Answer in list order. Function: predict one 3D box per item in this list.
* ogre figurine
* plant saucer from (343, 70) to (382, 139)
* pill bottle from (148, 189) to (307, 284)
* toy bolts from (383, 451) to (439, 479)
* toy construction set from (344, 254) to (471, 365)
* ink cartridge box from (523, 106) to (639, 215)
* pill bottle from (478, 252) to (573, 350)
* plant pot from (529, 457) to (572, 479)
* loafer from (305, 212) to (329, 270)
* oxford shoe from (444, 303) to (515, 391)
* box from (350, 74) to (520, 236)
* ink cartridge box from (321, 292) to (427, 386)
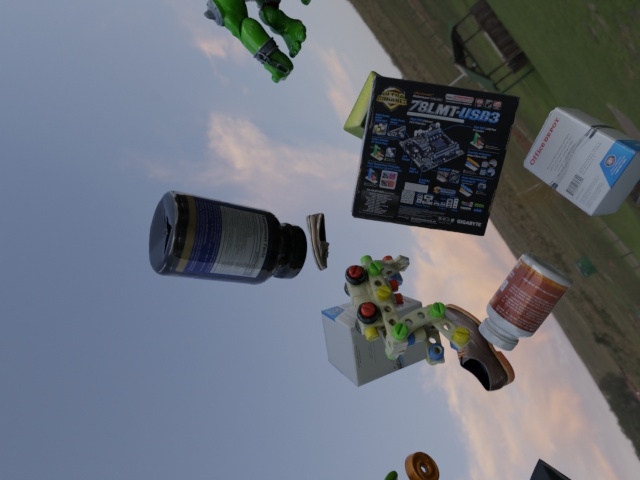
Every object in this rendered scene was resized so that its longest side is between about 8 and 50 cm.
[{"bbox_3d":[-0.065,-0.301,0.511,0.118,0.197,0.097,16,-168,-24],"label":"ogre figurine"},{"bbox_3d":[0.192,-0.375,1.282,0.188,0.188,0.045,21,-167,-25],"label":"plant saucer"},{"bbox_3d":[-0.135,0.004,0.657,0.219,0.123,0.123,11,-130,-36],"label":"pill bottle"},{"bbox_3d":[0.253,0.721,1.150,0.228,0.158,0.218,42,-146,21],"label":"toy bolts"},{"bbox_3d":[0.174,0.134,0.983,0.327,0.215,0.151,-110,13,-52],"label":"toy construction set"},{"bbox_3d":[0.526,-0.161,0.856,0.082,0.139,0.190,-5,-139,-23],"label":"ink cartridge box"},{"bbox_3d":[0.469,0.147,1.003,0.121,0.216,0.121,24,-160,-9],"label":"pill bottle"},{"bbox_3d":[0.618,0.707,1.073,0.187,0.167,0.188,46,171,-14],"label":"plant pot"},{"bbox_3d":[0.000,0.000,0.910,0.045,0.039,0.125,32,-137,-68],"label":"loafer"},{"bbox_3d":[0.565,0.396,1.623,0.133,0.130,0.363,-15,-128,-30],"label":"oxford shoe"},{"bbox_3d":[0.231,-0.174,0.910,0.295,0.293,0.073,8,-166,0],"label":"box"},{"bbox_3d":[0.150,0.259,1.193,0.233,0.171,0.168,-14,-77,-24],"label":"ink cartridge box"}]
